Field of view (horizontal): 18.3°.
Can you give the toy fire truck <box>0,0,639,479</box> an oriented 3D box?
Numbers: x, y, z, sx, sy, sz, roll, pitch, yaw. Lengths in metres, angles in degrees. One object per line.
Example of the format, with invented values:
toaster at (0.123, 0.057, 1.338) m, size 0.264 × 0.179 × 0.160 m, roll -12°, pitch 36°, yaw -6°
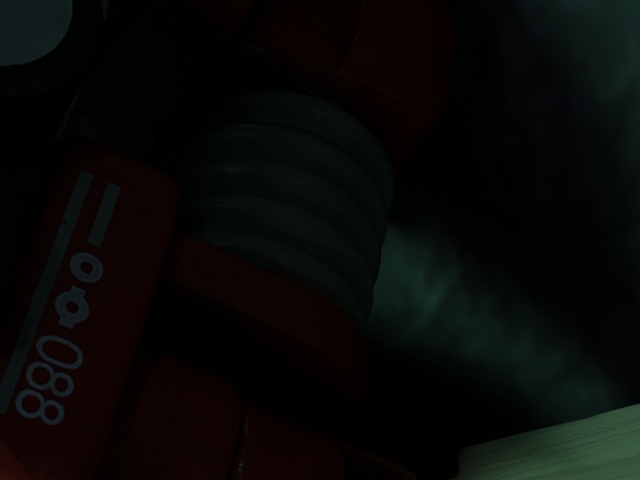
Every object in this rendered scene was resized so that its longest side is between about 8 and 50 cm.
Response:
toy fire truck at (0.000, 0.000, 0.455) m, size 0.246 × 0.217 × 0.158 m, roll 25°, pitch 138°, yaw -12°
